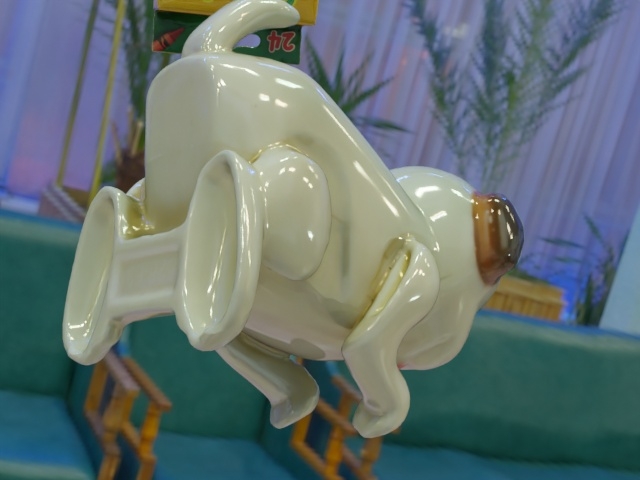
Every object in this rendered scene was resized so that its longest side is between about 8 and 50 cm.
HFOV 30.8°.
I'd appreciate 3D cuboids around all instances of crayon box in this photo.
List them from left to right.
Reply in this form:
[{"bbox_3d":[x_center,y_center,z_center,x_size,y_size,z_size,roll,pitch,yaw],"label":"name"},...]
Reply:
[{"bbox_3d":[-0.098,-0.384,1.441,0.202,0.318,0.081,3,9,-13],"label":"crayon box"}]

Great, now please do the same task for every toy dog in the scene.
[{"bbox_3d":[0.000,0.000,1.138,0.408,0.395,0.285,19,-29,-37],"label":"toy dog"}]
